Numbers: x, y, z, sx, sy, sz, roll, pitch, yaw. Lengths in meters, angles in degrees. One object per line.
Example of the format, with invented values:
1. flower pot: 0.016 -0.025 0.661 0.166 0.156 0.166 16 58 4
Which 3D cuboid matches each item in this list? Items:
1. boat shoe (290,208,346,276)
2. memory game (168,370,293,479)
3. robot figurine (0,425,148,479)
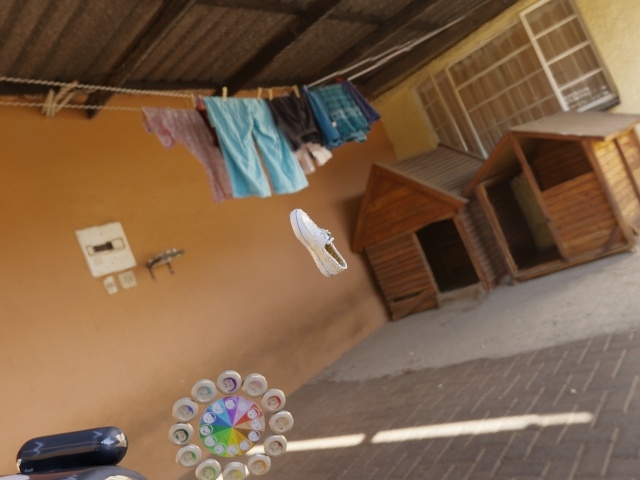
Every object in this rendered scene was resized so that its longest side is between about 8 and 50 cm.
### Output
1. boat shoe: 0.000 0.000 0.686 0.035 0.100 0.035 -24 14 31
2. memory game: -0.132 0.282 0.814 0.186 0.186 0.012 -22 13 -8
3. robot figurine: -0.228 0.268 0.420 0.278 0.173 0.209 -12 3 18
